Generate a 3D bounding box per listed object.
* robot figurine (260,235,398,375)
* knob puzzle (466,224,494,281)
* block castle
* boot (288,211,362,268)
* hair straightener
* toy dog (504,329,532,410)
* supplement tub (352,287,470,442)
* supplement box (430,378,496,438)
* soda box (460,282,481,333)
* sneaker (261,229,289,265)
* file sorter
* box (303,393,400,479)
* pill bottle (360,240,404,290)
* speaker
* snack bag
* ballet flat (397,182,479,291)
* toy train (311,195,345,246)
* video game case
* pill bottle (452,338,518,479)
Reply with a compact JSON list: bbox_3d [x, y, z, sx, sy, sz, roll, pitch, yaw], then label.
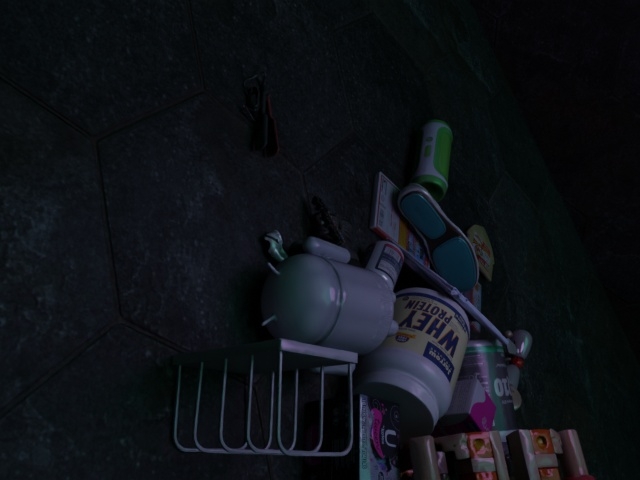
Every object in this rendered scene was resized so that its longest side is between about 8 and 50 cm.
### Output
[{"bbox_3d":[0.017,0.140,1.300,0.354,0.200,0.299,16,59,-41],"label":"robot figurine"},{"bbox_3d":[0.578,0.027,2.201,0.213,0.030,0.213,24,56,-42],"label":"knob puzzle"},{"bbox_3d":[0.361,0.560,1.342,0.454,0.303,0.212,4,60,-18],"label":"block castle"},{"bbox_3d":[0.000,0.000,1.476,0.247,0.083,0.161,19,48,-46],"label":"boot"},{"bbox_3d":[-0.145,-0.314,1.441,0.089,0.047,0.230,20,59,-46],"label":"hair straightener"},{"bbox_3d":[0.548,0.406,1.892,0.161,0.220,0.333,32,34,3],"label":"toy dog"},{"bbox_3d":[0.218,0.295,1.462,0.235,0.236,0.324,55,39,-19],"label":"supplement tub"},{"bbox_3d":[0.316,0.439,1.531,0.111,0.220,0.114,54,40,-20],"label":"supplement box"},{"bbox_3d":[0.486,0.216,1.974,0.058,0.063,0.183,40,47,-34],"label":"soda box"},{"bbox_3d":[-0.100,0.033,1.356,0.044,0.040,0.109,-23,88,-37],"label":"sneaker"},{"bbox_3d":[-0.103,0.280,1.043,0.193,0.278,0.173,22,62,-45],"label":"file sorter"},{"bbox_3d":[0.069,0.464,1.259,0.142,0.163,0.247,26,55,-41],"label":"box"},{"bbox_3d":[0.146,0.094,1.569,0.108,0.108,0.180,52,41,-22],"label":"pill bottle"},{"bbox_3d":[0.368,-0.265,1.995,0.131,0.131,0.296,42,45,-32],"label":"speaker"},{"bbox_3d":[0.349,0.148,1.680,0.323,0.037,0.342,41,1,-35],"label":"snack bag"},{"bbox_3d":[0.371,-0.020,1.859,0.400,0.139,0.139,53,40,-20],"label":"ballet flat"},{"bbox_3d":[0.020,-0.044,1.459,0.036,0.027,0.158,23,33,-52],"label":"toy train"},{"bbox_3d":[0.249,-0.053,1.832,0.285,0.025,0.204,37,48,-36],"label":"video game case"},{"bbox_3d":[0.434,0.468,1.680,0.204,0.204,0.360,15,63,-47],"label":"pill bottle"}]
